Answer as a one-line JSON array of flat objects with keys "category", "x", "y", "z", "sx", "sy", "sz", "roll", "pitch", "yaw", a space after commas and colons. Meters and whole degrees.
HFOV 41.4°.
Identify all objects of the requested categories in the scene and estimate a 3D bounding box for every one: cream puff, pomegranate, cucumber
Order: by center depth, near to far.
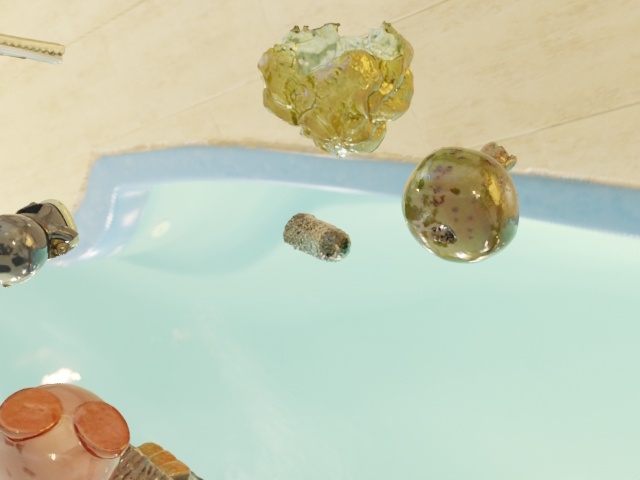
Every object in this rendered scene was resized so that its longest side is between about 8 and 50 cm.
[{"category": "cream puff", "x": 0.013, "y": -0.139, "z": 0.802, "sx": 0.156, "sy": 0.156, "sz": 0.121, "roll": 20, "pitch": 132, "yaw": 31}, {"category": "pomegranate", "x": 0.224, "y": -0.056, "z": 1.279, "sx": 0.179, "sy": 0.211, "sz": 0.179, "roll": 11, "pitch": 107, "yaw": 40}, {"category": "cucumber", "x": 0.003, "y": 0.000, "z": 1.329, "sx": 0.067, "sy": 0.067, "sz": 0.245, "roll": 70, "pitch": 166, "yaw": -14}]

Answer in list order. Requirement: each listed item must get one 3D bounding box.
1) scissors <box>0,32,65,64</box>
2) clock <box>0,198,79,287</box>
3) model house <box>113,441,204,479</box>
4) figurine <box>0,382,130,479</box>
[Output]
[{"category": "scissors", "x": -0.429, "y": -0.250, "z": 1.046, "sx": 0.118, "sy": 0.242, "sz": 0.030, "roll": 2, "pitch": 90, "yaw": 46}, {"category": "clock", "x": -0.631, "y": 0.002, "z": 1.782, "sx": 0.200, "sy": 0.243, "sz": 0.146, "roll": -7, "pitch": 107, "yaw": 12}, {"category": "model house", "x": -0.324, "y": 0.456, "z": 1.272, "sx": 0.297, "sy": 0.360, "sz": 0.339, "roll": 26, "pitch": 156, "yaw": 37}, {"category": "figurine", "x": -0.340, "y": 0.268, "z": 1.083, "sx": 0.173, "sy": 0.173, "sz": 0.173, "roll": 20, "pitch": 125, "yaw": 31}]
